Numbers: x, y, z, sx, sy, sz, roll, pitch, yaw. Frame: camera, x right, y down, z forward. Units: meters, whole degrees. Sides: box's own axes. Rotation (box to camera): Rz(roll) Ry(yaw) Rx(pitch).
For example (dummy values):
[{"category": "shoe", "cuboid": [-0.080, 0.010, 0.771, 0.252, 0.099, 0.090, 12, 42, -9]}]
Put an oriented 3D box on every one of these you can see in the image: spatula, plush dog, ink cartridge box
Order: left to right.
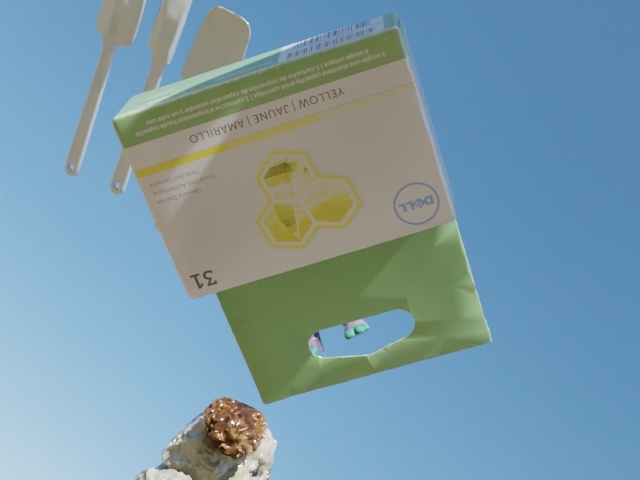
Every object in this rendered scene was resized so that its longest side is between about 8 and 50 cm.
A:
[{"category": "spatula", "cuboid": [-0.166, -0.133, 0.921, 0.168, 0.019, 0.242, 31, -63, 14]}, {"category": "plush dog", "cuboid": [-0.130, 0.269, 0.960, 0.210, 0.225, 0.262, 30, -31, 15]}, {"category": "ink cartridge box", "cuboid": [0.000, 0.000, 0.584, 0.171, 0.056, 0.235, -16, -68, 9]}]

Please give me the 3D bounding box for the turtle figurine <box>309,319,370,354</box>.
[{"category": "turtle figurine", "cuboid": [-0.027, 0.041, 1.347, 0.175, 0.118, 0.234, -30, -97, 35]}]
